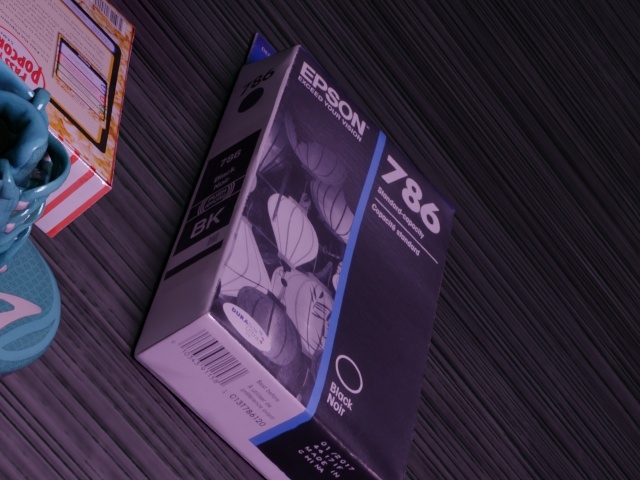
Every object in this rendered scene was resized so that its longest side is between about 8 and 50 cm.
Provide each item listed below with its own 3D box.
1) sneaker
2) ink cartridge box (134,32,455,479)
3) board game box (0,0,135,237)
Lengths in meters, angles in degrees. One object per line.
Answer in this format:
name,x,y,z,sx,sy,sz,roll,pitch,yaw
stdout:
sneaker,-0.156,-0.019,0.707,0.275,0.110,0.107,71,12,-60
ink cartridge box,0.000,0.000,1.032,0.165,0.065,0.332,44,33,-23
board game box,-0.163,-0.107,0.854,0.147,0.045,0.193,45,19,-23
